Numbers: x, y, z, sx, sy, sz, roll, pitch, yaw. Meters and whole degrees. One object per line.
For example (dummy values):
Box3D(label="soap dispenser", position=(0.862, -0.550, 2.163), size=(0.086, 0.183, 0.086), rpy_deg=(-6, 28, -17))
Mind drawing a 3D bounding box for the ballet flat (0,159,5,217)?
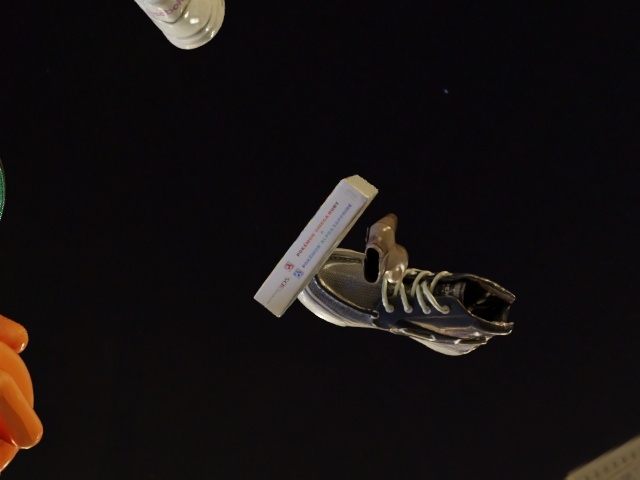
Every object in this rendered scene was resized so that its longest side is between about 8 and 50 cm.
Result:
Box3D(label="ballet flat", position=(-0.537, -0.135, 1.273), size=(0.095, 0.096, 0.280), rpy_deg=(-16, -49, -30))

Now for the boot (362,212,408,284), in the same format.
Box3D(label="boot", position=(0.076, 0.026, 1.042), size=(0.042, 0.087, 0.118), rpy_deg=(5, -54, 22))

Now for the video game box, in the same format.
Box3D(label="video game box", position=(0.000, 0.000, 1.114), size=(0.048, 0.205, 0.187), rpy_deg=(35, -82, 2))

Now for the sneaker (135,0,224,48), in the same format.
Box3D(label="sneaker", position=(-0.198, -0.388, 1.002), size=(0.114, 0.305, 0.152), rpy_deg=(-22, -10, 13))

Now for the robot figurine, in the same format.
Box3D(label="robot figurine", position=(-0.316, 0.122, 0.656), size=(0.128, 0.219, 0.158), rpy_deg=(26, -103, -53))

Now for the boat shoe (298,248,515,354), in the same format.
Box3D(label="boat shoe", position=(0.136, 0.077, 1.285), size=(0.341, 0.127, 0.158), rpy_deg=(18, -26, -22))
